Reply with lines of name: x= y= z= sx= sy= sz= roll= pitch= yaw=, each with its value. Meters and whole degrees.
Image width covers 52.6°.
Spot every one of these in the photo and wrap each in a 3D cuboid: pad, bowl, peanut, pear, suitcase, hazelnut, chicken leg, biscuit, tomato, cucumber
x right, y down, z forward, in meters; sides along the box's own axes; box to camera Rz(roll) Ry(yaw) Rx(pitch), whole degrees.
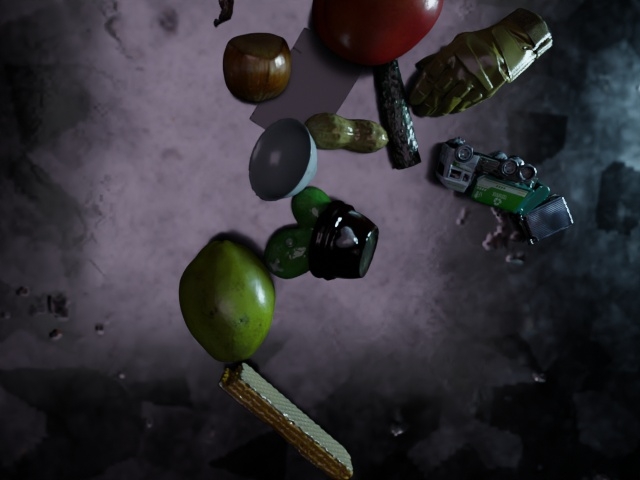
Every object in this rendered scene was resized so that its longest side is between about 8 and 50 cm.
pad: x=-0.031 y=-0.335 z=1.467 sx=0.163 sy=0.004 sz=0.243 roll=32 pitch=94 yaw=-8
bowl: x=-0.065 y=-0.166 z=1.429 sx=0.086 sy=0.189 sz=0.189 roll=19 pitch=97 yaw=-47
peanut: x=0.058 y=-0.238 z=1.442 sx=0.192 sy=0.089 sz=0.089 roll=4 pitch=97 yaw=-8
pear: x=-0.200 y=0.133 z=1.410 sx=0.212 sy=0.212 sz=0.269 roll=-2 pitch=90 yaw=-4
suitcase: x=0.520 y=-0.050 z=1.515 sx=0.126 sy=0.059 sz=0.086 roll=-25 pitch=100 yaw=-1
hazelnut: x=-0.136 y=-0.370 z=1.391 sx=0.150 sy=0.150 sz=0.151 roll=-1 pitch=97 yaw=-4
chicken leg: x=-0.210 y=-0.510 z=1.425 sx=0.036 sy=0.021 sz=0.083 roll=13 pitch=100 yaw=-16
biscuit: x=-0.074 y=0.422 z=1.512 sx=0.378 sy=0.094 sz=0.054 roll=42 pitch=98 yaw=-7
tomato: x=0.130 y=-0.503 z=1.330 sx=0.226 sy=0.298 sz=0.299 roll=33 pitch=94 yaw=-24
cucumber: x=0.166 y=-0.307 z=1.457 sx=0.067 sy=0.067 sz=0.294 roll=-14 pitch=96 yaw=-2

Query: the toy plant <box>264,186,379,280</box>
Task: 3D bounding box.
toy plant: x=0.000 y=0.000 z=1.439 sx=0.235 sy=0.175 sz=0.218 roll=19 pitch=88 yaw=21

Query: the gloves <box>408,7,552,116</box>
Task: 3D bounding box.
gloves: x=0.341 y=-0.386 z=1.420 sx=0.331 sy=0.141 sz=0.154 roll=-31 pitch=99 yaw=0

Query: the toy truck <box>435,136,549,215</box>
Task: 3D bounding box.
toy truck: x=0.389 y=-0.145 z=1.472 sx=0.253 sy=0.114 sz=0.124 roll=15 pitch=106 yaw=-6
